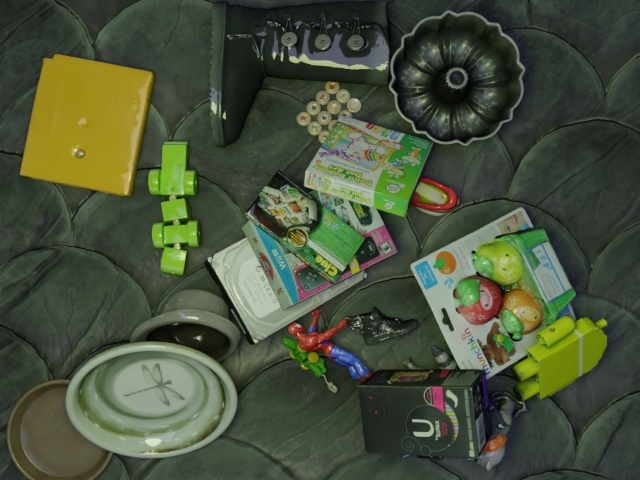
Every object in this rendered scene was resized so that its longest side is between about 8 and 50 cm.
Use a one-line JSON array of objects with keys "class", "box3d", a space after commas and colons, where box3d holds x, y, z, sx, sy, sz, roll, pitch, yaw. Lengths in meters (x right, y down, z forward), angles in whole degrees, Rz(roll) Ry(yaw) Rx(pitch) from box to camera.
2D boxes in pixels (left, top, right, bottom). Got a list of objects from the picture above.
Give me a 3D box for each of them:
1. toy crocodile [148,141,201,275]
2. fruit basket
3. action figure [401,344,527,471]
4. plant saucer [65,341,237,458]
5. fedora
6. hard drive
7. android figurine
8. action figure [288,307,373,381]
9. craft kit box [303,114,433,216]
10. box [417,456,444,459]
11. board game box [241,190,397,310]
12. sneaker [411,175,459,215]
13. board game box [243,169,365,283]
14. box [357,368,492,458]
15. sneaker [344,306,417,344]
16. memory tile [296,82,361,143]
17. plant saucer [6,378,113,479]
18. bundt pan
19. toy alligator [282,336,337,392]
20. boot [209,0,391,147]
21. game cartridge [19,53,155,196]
[{"class": "toy crocodile", "box3d": [-0.361, -0.081, 1.881, 0.115, 0.105, 0.340, -4, 85, 1]}, {"class": "fruit basket", "box3d": [0.429, 0.128, 1.795, 0.353, 0.165, 0.327, -25, 89, -26]}, {"class": "action figure", "box3d": [0.325, 0.416, 1.829, 0.341, 0.178, 0.330, -30, 80, -1]}, {"class": "plant saucer", "box3d": [-0.402, 0.365, 1.812, 0.400, 0.100, 0.400, -4, 127, -6]}, {"class": "fedora", "box3d": [-0.322, 0.207, 1.834, 0.275, 0.124, 0.243, -30, 132, 33]}, {"class": "hard drive", "box3d": [-0.080, 0.070, 1.829, 0.339, 0.064, 0.237, -28, 89, -23]}, {"class": "android figurine", "box3d": [0.583, 0.281, 1.811, 0.273, 0.056, 0.248, -30, 134, -9]}, {"class": "action figure", "box3d": [0.054, 0.250, 1.863, 0.280, 0.091, 0.139, 28, 66, -12]}, {"class": "craft kit box", "box3d": [0.119, -0.183, 1.788, 0.250, 0.061, 0.247, 17, 48, 10]}, {"class": "box", "box3d": [0.262, 0.485, 1.812, 0.067, 0.018, 0.083, -4, 99, 27]}, {"class": "board game box", "box3d": [0.000, 0.000, 1.786, 0.303, 0.097, 0.224, -26, 87, -22]}, {"class": "sneaker", "box3d": [0.211, -0.137, 1.860, 0.279, 0.118, 0.107, 13, 89, 1]}, {"class": "board game box", "box3d": [-0.035, -0.030, 1.714, 0.259, 0.030, 0.136, 39, 66, -7]}, {"class": "box", "box3d": [0.239, 0.390, 1.715, 0.270, 0.143, 0.165, -5, 95, 26]}, {"class": "sneaker", "box3d": [0.152, 0.205, 1.889, 0.170, 0.051, 0.089, -20, 94, 4]}, {"class": "memory tile", "box3d": [0.022, -0.327, 1.917, 0.113, 0.012, 0.148, 42, 89, 1]}, {"class": "plant saucer", "box3d": [-0.650, 0.488, 1.898, 0.278, 0.041, 0.278, 0, 90, 1]}, {"class": "bundt pan", "box3d": [0.329, -0.390, 1.860, 0.331, 0.124, 0.331, 0, 90, 1]}, {"class": "toy alligator", "box3d": [-0.017, 0.302, 1.892, 0.189, 0.056, 0.051, 43, 49, 1]}, {"class": "boot", "box3d": [-0.047, -0.411, 1.863, 0.445, 0.146, 0.367, 1, 90, -4]}, {"class": "game cartridge", "box3d": [-0.589, -0.294, 1.907, 0.285, 0.053, 0.324, 11, 87, 1]}]
